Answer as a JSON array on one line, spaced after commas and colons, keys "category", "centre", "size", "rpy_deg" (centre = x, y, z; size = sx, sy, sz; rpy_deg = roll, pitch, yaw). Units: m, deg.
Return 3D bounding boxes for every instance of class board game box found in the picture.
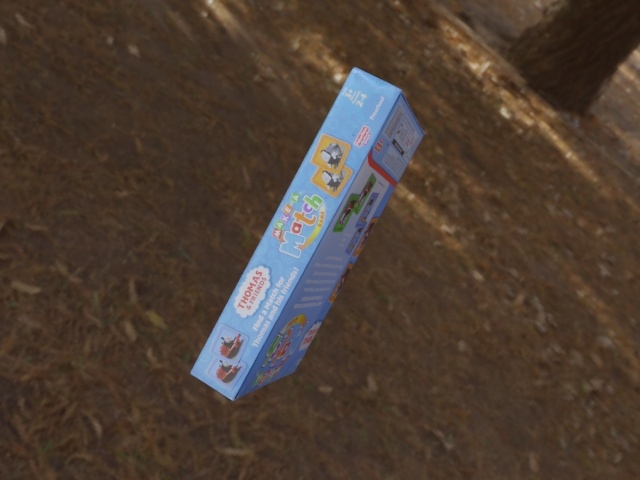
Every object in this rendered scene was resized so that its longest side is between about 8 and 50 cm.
[{"category": "board game box", "centre": [0.000, 0.000, 0.598], "size": [0.039, 0.211, 0.160], "rpy_deg": [28, 3, 11]}]
